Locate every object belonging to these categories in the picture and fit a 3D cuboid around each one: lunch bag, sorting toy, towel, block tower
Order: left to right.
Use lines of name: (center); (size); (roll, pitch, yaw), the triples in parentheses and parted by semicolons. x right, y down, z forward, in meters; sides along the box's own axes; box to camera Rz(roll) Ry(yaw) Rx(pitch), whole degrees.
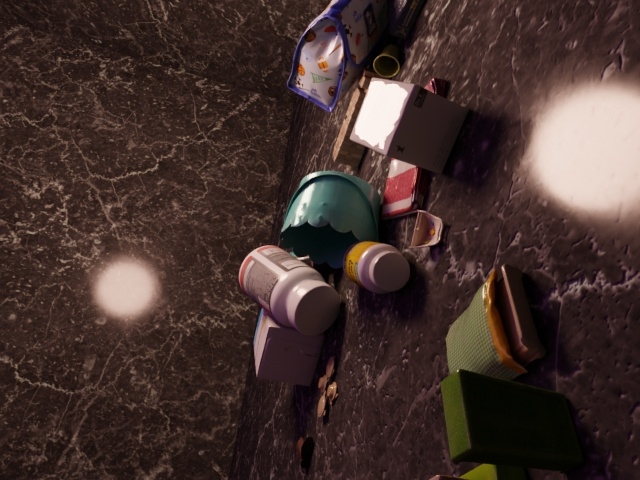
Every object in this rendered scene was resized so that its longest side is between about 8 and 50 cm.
lunch bag: (0.078, -0.696, 1.766); (0.327, 0.239, 0.385); (-58, -5, -29)
block tower: (0.133, -0.408, 1.751); (0.091, 0.097, 0.335); (-98, 23, -60)
towel: (0.224, -0.222, 1.303); (0.237, 0.037, 0.328); (166, 116, -77)
sorting toy: (0.229, -0.018, 1.070); (0.075, 0.045, 0.083); (-172, 95, -70)

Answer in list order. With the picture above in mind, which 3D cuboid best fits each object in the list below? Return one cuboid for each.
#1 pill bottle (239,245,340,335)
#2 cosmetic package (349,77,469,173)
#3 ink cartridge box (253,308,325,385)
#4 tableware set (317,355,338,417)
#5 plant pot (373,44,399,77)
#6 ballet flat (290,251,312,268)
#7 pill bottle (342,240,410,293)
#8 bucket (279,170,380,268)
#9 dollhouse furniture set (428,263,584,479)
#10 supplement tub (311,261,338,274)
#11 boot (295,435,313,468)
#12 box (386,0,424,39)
pill bottle: (-0.108, 0.166, 1.726); (0.363, 0.210, 0.210); (29, 107, 51)
cosmetic package: (0.188, -0.253, 1.122); (0.184, 0.152, 0.151); (44, 117, 58)
ink cartridge box: (-0.120, 0.355, 1.834); (0.270, 0.198, 0.197); (-122, 46, -73)
tableware set: (0.021, 0.442, 1.547); (0.168, 0.020, 0.141); (-90, 20, -48)
plant pot: (0.217, -0.573, 1.615); (0.083, 0.083, 0.079); (125, 168, -59)
ballet flat: (-0.056, 0.105, 2.033); (0.400, 0.139, 0.139); (176, 107, -81)
pill bottle: (0.133, 0.063, 1.218); (0.208, 0.118, 0.117); (-164, 87, -77)
bucket: (0.037, -0.056, 1.442); (0.281, 0.281, 0.183); (130, 156, -63)
dollhouse furniture set: (0.202, 0.185, 0.723); (0.197, 0.152, 0.301); (116, 162, -46)
supplement tub: (0.015, 0.025, 1.797); (0.197, 0.106, 0.106); (-97, 23, -56)
boot: (-0.052, 0.648, 1.629); (0.114, 0.037, 0.106); (-145, 71, -81)
box: (0.271, -0.769, 1.595); (0.183, 0.059, 0.232); (116, 163, -48)
